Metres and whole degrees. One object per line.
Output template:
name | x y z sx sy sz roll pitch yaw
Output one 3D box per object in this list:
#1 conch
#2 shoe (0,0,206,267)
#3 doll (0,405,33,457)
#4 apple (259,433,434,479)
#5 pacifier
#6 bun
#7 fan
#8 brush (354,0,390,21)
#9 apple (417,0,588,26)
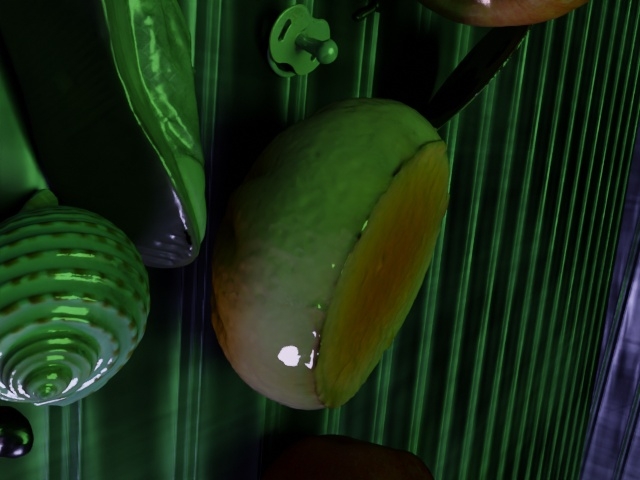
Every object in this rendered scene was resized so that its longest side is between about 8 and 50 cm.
conch | -0.158 0.038 0.410 0.153 0.102 0.135 -79 162 -45
shoe | -0.133 -0.106 0.444 0.098 0.103 0.275 -53 143 -52
doll | -0.263 0.116 0.333 0.248 0.088 0.127 -8 78 -61
apple | 0.026 0.320 0.705 0.218 0.218 0.201 31 67 -55
pacifier | -0.013 -0.184 0.621 0.083 0.064 0.068 14 107 -56
bun | 0.000 0.000 0.611 0.299 0.164 0.299 -50 155 -34
fan | 0.158 -0.171 0.803 0.335 0.011 0.229 -51 -171 4
brush | 0.062 -0.271 0.749 0.083 0.008 0.024 -44 137 -39
apple | 0.186 -0.378 0.640 0.275 0.298 0.299 -60 142 -30
